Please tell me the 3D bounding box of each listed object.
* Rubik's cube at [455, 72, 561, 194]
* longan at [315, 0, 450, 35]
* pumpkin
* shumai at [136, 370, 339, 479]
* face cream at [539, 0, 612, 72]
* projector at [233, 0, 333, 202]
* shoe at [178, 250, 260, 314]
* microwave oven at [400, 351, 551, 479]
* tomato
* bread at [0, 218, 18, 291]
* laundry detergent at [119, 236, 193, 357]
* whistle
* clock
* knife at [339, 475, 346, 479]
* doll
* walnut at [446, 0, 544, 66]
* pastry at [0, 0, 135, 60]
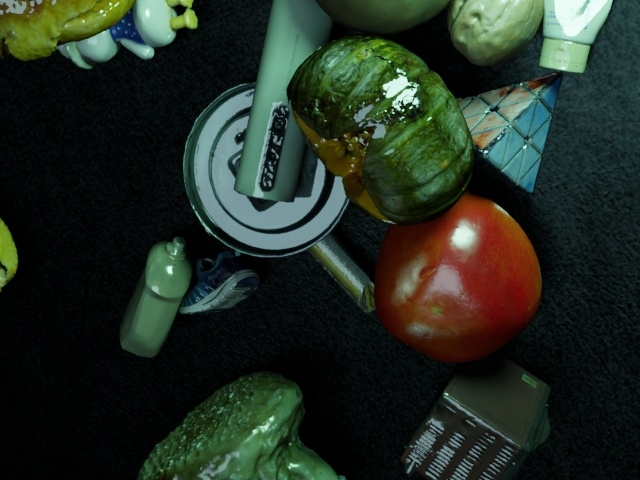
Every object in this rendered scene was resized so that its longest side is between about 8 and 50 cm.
[{"bbox_3d":[0.332,-0.157,1.570,0.190,0.211,0.178,-30,121,7],"label":"Rubik's cube"},{"bbox_3d":[0.091,-0.430,1.454,0.258,0.258,0.258,9,114,20],"label":"longan"},{"bbox_3d":[0.095,-0.167,1.489,0.192,0.320,0.320,-40,93,-9],"label":"pumpkin"},{"bbox_3d":[-0.133,0.461,1.897,0.397,0.324,0.323,-32,105,33],"label":"shumai"},{"bbox_3d":[0.382,-0.369,1.461,0.114,0.070,0.224,14,107,18],"label":"face cream"},{"bbox_3d":[-0.060,-0.233,1.608,0.108,0.108,0.337,15,99,18],"label":"projector"},{"bbox_3d":[-0.205,0.082,1.899,0.207,0.092,0.106,-36,68,36],"label":"shoe"},{"bbox_3d":[0.276,0.322,1.687,0.188,0.247,0.178,35,118,6],"label":"microwave oven"},{"bbox_3d":[0.221,0.066,1.613,0.299,0.226,0.298,7,111,19],"label":"tomato"},{"bbox_3d":[-0.745,-0.002,2.063,0.160,0.147,0.260,-36,98,22],"label":"bread"},{"bbox_3d":[-0.312,0.093,1.895,0.091,0.181,0.253,19,122,-13],"label":"laundry detergent"},{"bbox_3d":[-0.001,0.001,1.778,0.326,0.057,0.068,48,148,1],"label":"whistle"},{"bbox_3d":[-0.087,-0.124,1.715,0.313,0.061,0.312,2,97,12],"label":"clock"},{"bbox_3d":[0.046,0.505,1.989,0.343,0.027,0.061,-9,104,29],"label":"knife"},{"bbox_3d":[-0.358,-0.383,1.751,0.293,0.119,0.138,-10,92,21],"label":"doll"},{"bbox_3d":[0.264,-0.344,1.475,0.140,0.140,0.162,34,139,7],"label":"walnut"},{"bbox_3d":[-0.454,-0.436,1.646,0.356,0.356,0.163,-5,127,26],"label":"pastry"}]
